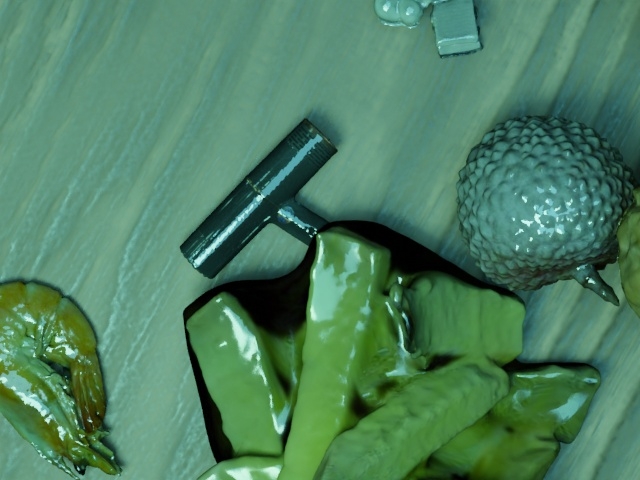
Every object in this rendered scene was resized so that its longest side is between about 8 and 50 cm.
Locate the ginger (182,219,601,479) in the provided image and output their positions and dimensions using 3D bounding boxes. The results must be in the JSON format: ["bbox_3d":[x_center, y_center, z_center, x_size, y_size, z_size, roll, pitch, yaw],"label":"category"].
[{"bbox_3d":[0.077,0.180,1.580,0.358,0.211,0.413,-37,100,1],"label":"ginger"}]

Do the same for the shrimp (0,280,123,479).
[{"bbox_3d":[-0.249,0.132,1.673,0.115,0.051,0.217,-36,91,1],"label":"shrimp"}]

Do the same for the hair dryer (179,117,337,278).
[{"bbox_3d":[-0.007,0.014,1.666,0.173,0.050,0.195,-44,96,6],"label":"hair dryer"}]

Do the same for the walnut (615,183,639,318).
[{"bbox_3d":[0.355,0.010,1.518,0.198,0.245,0.198,-10,72,31],"label":"walnut"}]

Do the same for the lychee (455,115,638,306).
[{"bbox_3d":[0.206,-0.022,1.598,0.165,0.165,0.197,-19,72,2],"label":"lychee"}]

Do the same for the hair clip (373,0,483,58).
[{"bbox_3d":[0.107,-0.280,1.643,0.140,0.054,0.220,-9,90,8],"label":"hair clip"}]
